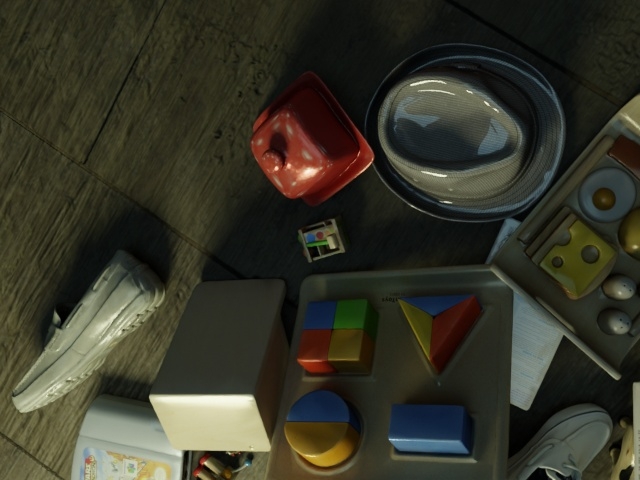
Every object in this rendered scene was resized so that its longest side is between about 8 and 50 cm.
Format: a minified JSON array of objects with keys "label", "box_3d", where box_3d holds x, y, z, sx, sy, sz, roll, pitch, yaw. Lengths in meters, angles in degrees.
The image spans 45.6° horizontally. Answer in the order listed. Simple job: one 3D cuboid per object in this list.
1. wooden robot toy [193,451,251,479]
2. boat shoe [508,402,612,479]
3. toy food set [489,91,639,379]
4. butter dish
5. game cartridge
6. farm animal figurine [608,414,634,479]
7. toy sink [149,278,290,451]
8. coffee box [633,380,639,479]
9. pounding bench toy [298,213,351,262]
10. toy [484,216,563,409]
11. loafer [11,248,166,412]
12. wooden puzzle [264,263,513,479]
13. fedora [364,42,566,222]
[{"label":"wooden robot toy","box_3d":[-0.177,0.397,1.219,0.076,0.079,0.173,29,104,7]},{"label":"boat shoe","box_3d":[0.314,0.322,1.041,0.258,0.084,0.095,-35,109,-13]},{"label":"toy food set","box_3d":[0.397,-0.006,0.985,0.220,0.092,0.306,41,89,3]},{"label":"butter dish","box_3d":[-0.036,-0.126,1.062,0.160,0.118,0.160,-36,90,41]},{"label":"game cartridge","box_3d":[-0.316,0.412,1.268,0.198,0.062,0.297,7,101,7]},{"label":"farm animal figurine","box_3d":[0.447,0.432,1.033,0.327,0.172,0.330,-39,89,16]},{"label":"toy sink","box_3d":[-0.131,0.183,1.132,0.153,0.234,0.131,-3,128,12]},{"label":"coffee box","box_3d":[0.552,0.268,0.938,0.297,0.119,0.168,7,75,-8]},{"label":"pounding bench toy","box_3d":[0.000,0.000,1.109,0.065,0.083,0.052,-17,95,14]},{"label":"toy","box_3d":[0.278,0.100,1.078,0.137,0.056,0.237,24,99,12]},{"label":"loafer","box_3d":[-0.383,0.147,1.214,0.319,0.112,0.111,-44,83,8]},{"label":"wooden puzzle","box_3d":[0.086,0.192,1.013,0.322,0.080,0.348,-4,61,23]},{"label":"fedora","box_3d":[0.186,-0.145,1.012,0.275,0.124,0.243,22,99,12]}]
